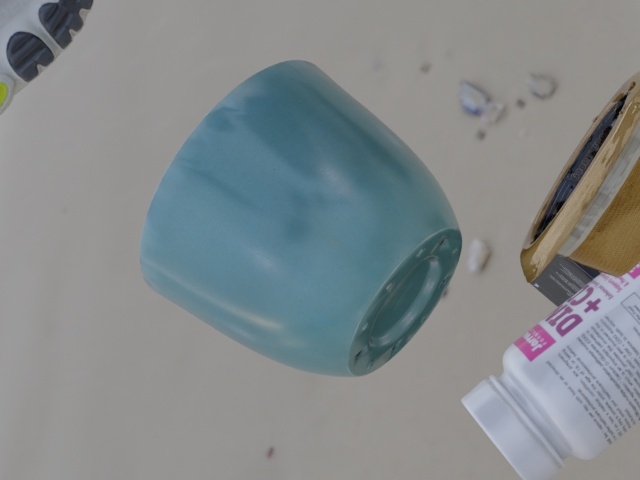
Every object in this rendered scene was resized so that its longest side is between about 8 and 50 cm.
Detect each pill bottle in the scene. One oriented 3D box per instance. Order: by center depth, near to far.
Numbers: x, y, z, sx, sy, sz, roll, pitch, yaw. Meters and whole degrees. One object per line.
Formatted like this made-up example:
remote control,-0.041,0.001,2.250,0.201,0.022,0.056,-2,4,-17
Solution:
pill bottle,0.311,0.147,1.672,0.283,0.160,0.160,-39,36,0

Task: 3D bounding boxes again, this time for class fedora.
fedora,0.226,-0.038,1.107,0.194,0.079,0.194,-58,-1,-1

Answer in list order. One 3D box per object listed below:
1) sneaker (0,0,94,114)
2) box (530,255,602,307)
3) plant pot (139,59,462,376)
sneaker,-0.239,-0.077,0.828,0.275,0.107,0.110,-40,17,-9
box,0.414,0.083,1.892,0.103,0.261,0.184,-48,-6,-16
plant pot,0.000,0.000,1.495,0.235,0.293,0.293,36,100,23
